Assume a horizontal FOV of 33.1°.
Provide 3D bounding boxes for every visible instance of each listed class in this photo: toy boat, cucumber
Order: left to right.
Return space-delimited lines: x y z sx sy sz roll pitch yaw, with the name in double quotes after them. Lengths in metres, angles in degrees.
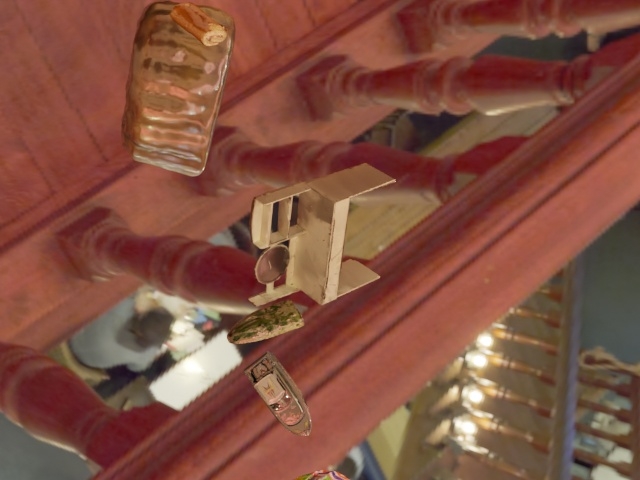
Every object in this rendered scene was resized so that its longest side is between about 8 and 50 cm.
-0.083 0.115 1.527 0.107 0.067 0.035 -18 109 -10 "cucumber"
-0.059 0.243 1.668 0.055 0.060 0.141 -38 81 14 "toy boat"

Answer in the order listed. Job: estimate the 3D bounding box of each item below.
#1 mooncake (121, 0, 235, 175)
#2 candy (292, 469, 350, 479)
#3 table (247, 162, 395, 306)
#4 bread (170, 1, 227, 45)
-0.241 -0.257 1.800 0.161 0.290 0.290 11 90 -8 "mooncake"
-0.065 0.441 1.328 0.365 0.124 0.124 -49 120 -29 "candy"
0.000 0.000 1.293 0.175 0.062 0.146 -22 131 -37 "table"
-0.183 -0.322 1.606 0.047 0.083 0.036 -23 144 -41 "bread"
